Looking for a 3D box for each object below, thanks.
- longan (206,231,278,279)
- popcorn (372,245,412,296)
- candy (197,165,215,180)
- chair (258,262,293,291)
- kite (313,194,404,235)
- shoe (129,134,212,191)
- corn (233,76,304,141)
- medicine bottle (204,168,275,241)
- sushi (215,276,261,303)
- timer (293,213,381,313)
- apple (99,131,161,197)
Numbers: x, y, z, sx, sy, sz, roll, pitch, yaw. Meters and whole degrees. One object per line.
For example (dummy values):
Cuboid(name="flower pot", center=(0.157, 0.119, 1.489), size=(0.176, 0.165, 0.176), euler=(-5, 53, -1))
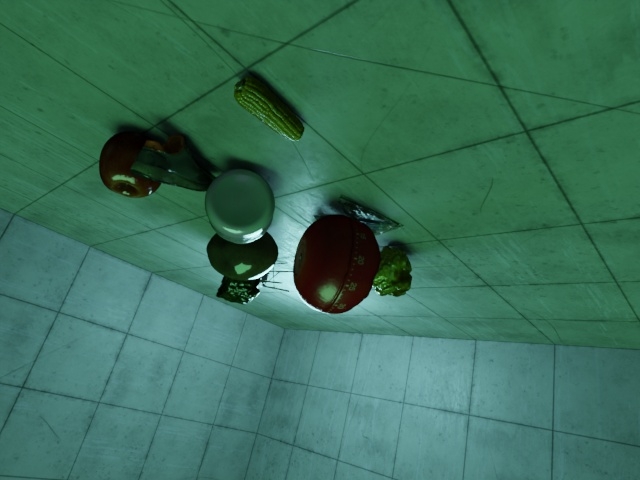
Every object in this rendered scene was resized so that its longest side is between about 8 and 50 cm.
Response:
Cuboid(name="longan", center=(-0.361, 0.051, 1.970), size=(0.350, 0.288, 0.288), euler=(-5, 151, 32))
Cuboid(name="popcorn", center=(0.304, 0.149, 1.843), size=(0.251, 0.206, 0.237), euler=(58, -175, -15))
Cuboid(name="candy", center=(-0.470, -0.252, 1.621), size=(0.102, 0.032, 0.178), euler=(-8, 148, 37))
Cuboid(name="chair", center=(-0.331, 0.207, 2.471), size=(0.326, 0.159, 0.170), euler=(5, 154, 19))
Cuboid(name="kite", center=(0.147, -0.072, 1.698), size=(0.369, 0.014, 0.406), euler=(6, 156, 18))
Cuboid(name="shoe", center=(-0.484, -0.270, 1.449), size=(0.133, 0.170, 0.336), euler=(16, -176, 24))
Cuboid(name="corn", center=(-0.129, -0.345, 1.135), size=(0.080, 0.080, 0.231), euler=(-9, 151, 44))
Cuboid(name="medicine bottle", center=(-0.295, -0.109, 1.577), size=(0.241, 0.241, 0.302), euler=(17, 167, -6))
Cuboid(name="sushi", center=(-0.422, 0.181, 2.280), size=(0.178, 0.293, 0.352), euler=(19, 159, -18))
Cuboid(name="timer", center=(0.049, 0.088, 1.623), size=(0.279, 0.377, 0.378), euler=(15, 159, -18))
Cuboid(name="apple", center=(-0.656, -0.264, 1.491), size=(0.219, 0.201, 0.218), euler=(5, 155, 2))
